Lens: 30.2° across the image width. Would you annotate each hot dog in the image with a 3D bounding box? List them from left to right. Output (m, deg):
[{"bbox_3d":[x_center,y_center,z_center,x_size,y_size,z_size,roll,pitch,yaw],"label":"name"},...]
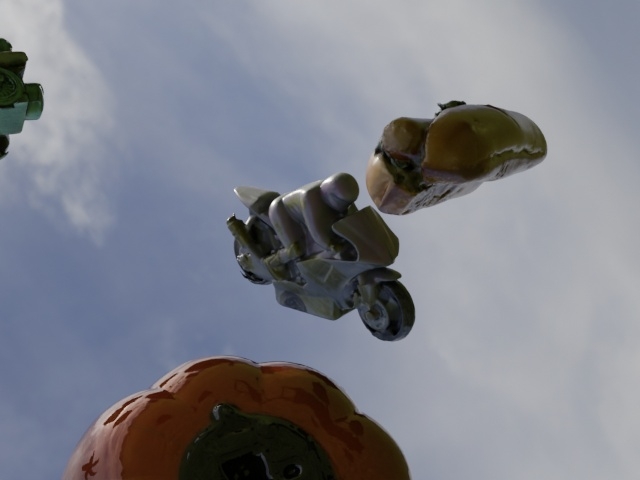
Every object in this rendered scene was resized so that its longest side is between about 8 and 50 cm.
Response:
[{"bbox_3d":[0.105,-0.069,0.891,0.249,0.100,0.068,-17,-95,-67],"label":"hot dog"}]

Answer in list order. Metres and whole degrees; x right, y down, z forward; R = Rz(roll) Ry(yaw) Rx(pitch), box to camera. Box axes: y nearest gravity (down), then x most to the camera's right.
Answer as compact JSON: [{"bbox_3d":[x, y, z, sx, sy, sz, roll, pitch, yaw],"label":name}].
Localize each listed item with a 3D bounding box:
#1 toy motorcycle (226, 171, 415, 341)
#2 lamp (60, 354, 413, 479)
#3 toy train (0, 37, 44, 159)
[{"bbox_3d":[0.000,0.000,1.119,0.073,0.225,0.152,-26,-52,-43],"label":"toy motorcycle"},{"bbox_3d":[-0.043,0.157,0.599,0.188,0.164,0.187,9,-130,-10],"label":"lamp"},{"bbox_3d":[-0.288,-0.112,0.830,0.176,0.074,0.118,-10,-123,-32],"label":"toy train"}]
